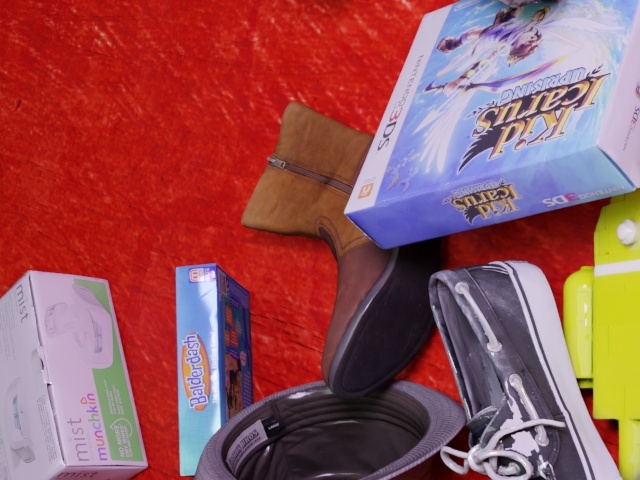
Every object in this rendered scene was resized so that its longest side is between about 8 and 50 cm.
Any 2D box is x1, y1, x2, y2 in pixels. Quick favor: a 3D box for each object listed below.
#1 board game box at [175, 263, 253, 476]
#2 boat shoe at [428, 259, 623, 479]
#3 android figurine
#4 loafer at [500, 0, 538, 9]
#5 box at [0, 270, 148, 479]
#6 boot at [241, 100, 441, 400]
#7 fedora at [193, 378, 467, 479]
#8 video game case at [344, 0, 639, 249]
[{"bbox_3d":[-0.107,0.143,1.368,0.047,0.160,0.210,-5,76,8],"label":"board game box"},{"bbox_3d":[0.159,0.158,1.054,0.113,0.105,0.306,133,129,-59],"label":"boat shoe"},{"bbox_3d":[0.273,0.053,1.007,0.248,0.056,0.273,170,103,-64],"label":"android figurine"},{"bbox_3d":[0.154,-0.248,1.137,0.084,0.096,0.267,-53,15,28],"label":"loafer"},{"bbox_3d":[-0.351,0.206,1.642,0.231,0.126,0.262,-39,56,36],"label":"box"},{"bbox_3d":[0.000,0.000,1.301,0.280,0.096,0.264,19,91,48],"label":"boot"},{"bbox_3d":[0.017,0.226,1.195,0.275,0.243,0.124,8,118,55],"label":"fedora"},{"bbox_3d":[0.165,-0.126,1.105,0.269,0.061,0.244,-15,44,46],"label":"video game case"}]
